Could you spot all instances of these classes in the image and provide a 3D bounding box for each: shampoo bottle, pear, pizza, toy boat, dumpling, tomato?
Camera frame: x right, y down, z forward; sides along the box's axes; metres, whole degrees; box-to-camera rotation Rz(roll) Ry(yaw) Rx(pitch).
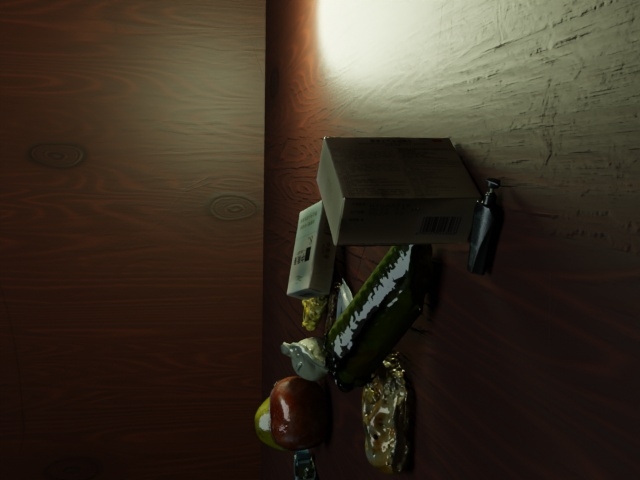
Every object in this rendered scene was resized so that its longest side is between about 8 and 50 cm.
[{"bbox_3d":[0.228,-0.019,0.956,0.048,0.027,0.137,-136,46,-56],"label":"shampoo bottle"},{"bbox_3d":[-0.104,0.559,2.139,0.198,0.198,0.198,180,90,-78],"label":"pear"},{"bbox_3d":[0.123,0.310,1.351,0.189,0.071,0.297,172,99,-79],"label":"pizza"},{"bbox_3d":[-0.050,0.721,2.166,0.173,0.069,0.059,-108,12,-68],"label":"toy boat"},{"bbox_3d":[-0.037,0.323,1.935,0.124,0.151,0.229,-65,6,-14],"label":"dumpling"},{"bbox_3d":[-0.046,0.495,1.991,0.155,0.180,0.214,-30,67,56],"label":"tomato"}]

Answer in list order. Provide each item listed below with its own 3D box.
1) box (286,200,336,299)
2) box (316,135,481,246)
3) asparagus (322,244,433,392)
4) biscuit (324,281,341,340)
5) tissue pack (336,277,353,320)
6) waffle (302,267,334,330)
[{"bbox_3d":[-0.017,0.029,1.841,0.155,0.067,0.243,157,125,-65],"label":"box"},{"bbox_3d":[0.113,-0.080,1.054,0.168,0.211,0.095,-103,16,-46],"label":"box"},{"bbox_3d":[0.118,0.117,1.227,0.382,0.108,0.128,-58,47,33],"label":"asparagus"},{"bbox_3d":[0.036,0.207,1.841,0.064,0.034,0.199,-106,20,-63],"label":"biscuit"},{"bbox_3d":[0.062,0.209,1.740,0.123,0.026,0.193,-112,25,-61],"label":"tissue pack"},{"bbox_3d":[-0.004,0.115,1.952,0.261,0.056,0.250,113,163,-58],"label":"waffle"}]
